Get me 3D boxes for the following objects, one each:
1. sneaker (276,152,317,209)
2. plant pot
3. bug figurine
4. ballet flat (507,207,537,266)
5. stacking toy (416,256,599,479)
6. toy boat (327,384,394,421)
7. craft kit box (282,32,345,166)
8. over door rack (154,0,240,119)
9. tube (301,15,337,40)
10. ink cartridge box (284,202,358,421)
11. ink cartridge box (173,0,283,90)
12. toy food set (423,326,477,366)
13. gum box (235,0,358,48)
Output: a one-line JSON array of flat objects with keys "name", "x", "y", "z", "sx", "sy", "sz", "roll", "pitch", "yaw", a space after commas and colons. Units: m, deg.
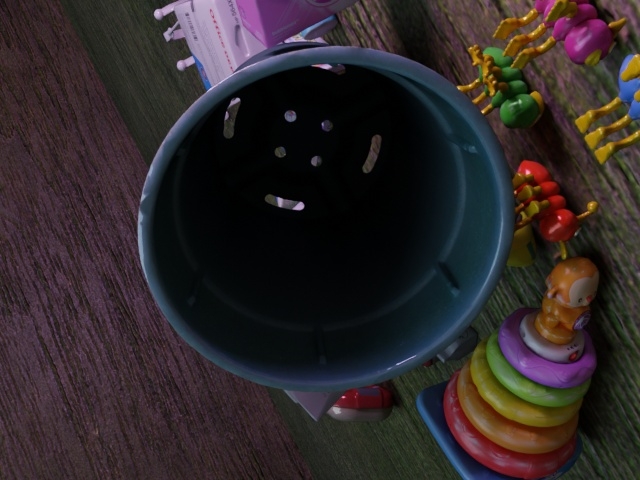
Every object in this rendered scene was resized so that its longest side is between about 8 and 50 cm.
[{"name": "sneaker", "x": -0.048, "y": -0.124, "z": 1.080, "sx": 0.152, "sy": 0.058, "sz": 0.085, "roll": 103, "pitch": 153, "yaw": -44}, {"name": "plant pot", "x": -0.008, "y": -0.069, "z": 0.742, "sx": 0.334, "sy": 0.341, "sz": 0.341, "roll": -105, "pitch": -3, "yaw": -64}, {"name": "bug figurine", "x": 0.209, "y": -0.107, "z": 0.565, "sx": 0.279, "sy": 0.072, "sz": 0.216, "roll": 114, "pitch": 133, "yaw": -72}, {"name": "ballet flat", "x": 0.172, "y": -0.013, "z": 0.803, "sx": 0.077, "sy": 0.077, "sz": 0.231, "roll": 45, "pitch": 169, "yaw": -28}, {"name": "stacking toy", "x": 0.241, "y": 0.135, "z": 0.736, "sx": 0.166, "sy": 0.175, "sz": 0.302, "roll": 54, "pitch": 146, "yaw": 39}, {"name": "toy boat", "x": 0.064, "y": 0.305, "z": 1.455, "sx": 0.231, "sy": 0.150, "sz": 0.151, "roll": 176, "pitch": 99, "yaw": -69}, {"name": "craft kit box", "x": -0.038, "y": -0.236, "z": 1.077, "sx": 0.250, "sy": 0.060, "sz": 0.247, "roll": 48, "pitch": 154, "yaw": 37}, {"name": "over door rack", "x": -0.258, "y": -0.370, "z": 1.391, "sx": 0.240, "sy": 0.108, "sz": 0.324, "roll": 66, "pitch": 161, "yaw": -7}, {"name": "tube", "x": -0.042, "y": -0.379, "z": 0.902, "sx": 0.080, "sy": 0.052, "sz": 0.207, "roll": 142, "pitch": 103, "yaw": -84}, {"name": "ink cartridge box", "x": -0.006, "y": 0.088, "z": 1.018, "sx": 0.197, "sy": 0.270, "sz": 0.198, "roll": 51, "pitch": 167, "yaw": -27}, {"name": "ink cartridge box", "x": -0.138, "y": -0.310, "z": 1.023, "sx": 0.203, "sy": 0.085, "sz": 0.148, "roll": 27, "pitch": 140, "yaw": 59}, {"name": "toy food set", "x": 0.190, "y": 0.198, "z": 0.973, "sx": 0.232, "sy": 0.104, "sz": 0.111, "roll": 47, "pitch": 156, "yaw": 39}, {"name": "gum box", "x": -0.002, "y": -0.299, "z": 0.694, "sx": 0.062, "sy": 0.188, "sz": 0.107, "roll": 49, "pitch": 165, "yaw": 35}]
